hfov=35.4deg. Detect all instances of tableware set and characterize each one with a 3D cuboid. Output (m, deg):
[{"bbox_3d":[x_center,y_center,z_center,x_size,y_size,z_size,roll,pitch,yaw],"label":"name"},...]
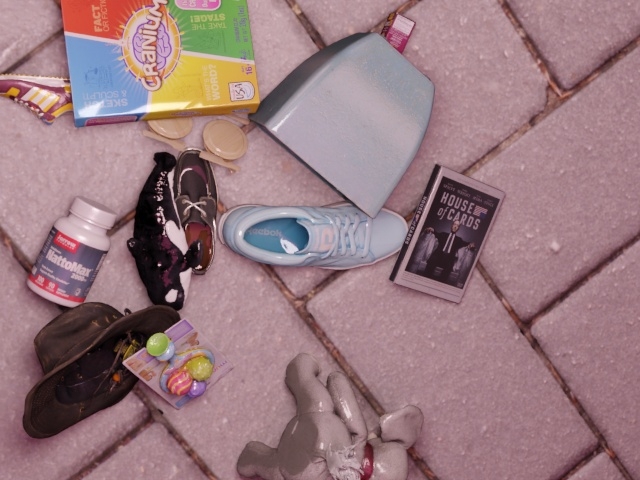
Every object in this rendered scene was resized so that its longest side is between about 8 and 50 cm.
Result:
[{"bbox_3d":[-0.225,-0.192,1.804,0.194,0.039,0.128,21,52,-18],"label":"tableware set"}]

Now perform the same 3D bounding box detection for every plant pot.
[{"bbox_3d":[0.057,-0.225,1.765,0.247,0.248,0.252,40,91,-16],"label":"plant pot"}]

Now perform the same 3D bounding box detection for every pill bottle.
[{"bbox_3d":[-0.435,0.018,1.779,0.108,0.108,0.180,25,94,-15],"label":"pill bottle"}]

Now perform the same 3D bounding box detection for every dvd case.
[{"bbox_3d":[0.245,-0.010,1.934,0.179,0.029,0.239,18,97,-35],"label":"dvd case"}]

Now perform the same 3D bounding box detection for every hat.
[{"bbox_3d":[-0.408,0.190,1.759,0.331,0.331,0.134,-43,73,-2],"label":"hat"}]

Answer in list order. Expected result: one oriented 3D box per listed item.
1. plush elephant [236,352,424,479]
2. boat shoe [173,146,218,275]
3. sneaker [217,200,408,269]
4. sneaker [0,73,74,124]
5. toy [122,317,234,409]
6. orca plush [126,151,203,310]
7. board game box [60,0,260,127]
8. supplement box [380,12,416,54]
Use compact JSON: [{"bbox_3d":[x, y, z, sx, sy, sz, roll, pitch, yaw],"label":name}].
[{"bbox_3d":[0.054,0.402,1.891,0.255,0.330,0.272,27,86,-34],"label":"plush elephant"},{"bbox_3d":[-0.224,-0.053,1.828,0.084,0.079,0.233,-2,99,-10],"label":"boat shoe"},{"bbox_3d":[0.000,0.000,1.848,0.365,0.150,0.135,-3,102,-13],"label":"sneaker"},{"bbox_3d":[-0.491,-0.242,1.737,0.185,0.069,0.084,1,94,-12],"label":"sneaker"},{"bbox_3d":[-0.244,0.241,1.821,0.137,0.056,0.237,-36,143,-3],"label":"toy"},{"bbox_3d":[-0.289,-0.007,1.766,0.151,0.102,0.287,21,111,27],"label":"orca plush"},{"bbox_3d":[-0.277,-0.330,1.731,0.316,0.064,0.242,-7,84,-13],"label":"board game box"},{"bbox_3d":[0.135,-0.373,1.857,0.043,0.055,0.083,24,94,-14],"label":"supplement box"}]
